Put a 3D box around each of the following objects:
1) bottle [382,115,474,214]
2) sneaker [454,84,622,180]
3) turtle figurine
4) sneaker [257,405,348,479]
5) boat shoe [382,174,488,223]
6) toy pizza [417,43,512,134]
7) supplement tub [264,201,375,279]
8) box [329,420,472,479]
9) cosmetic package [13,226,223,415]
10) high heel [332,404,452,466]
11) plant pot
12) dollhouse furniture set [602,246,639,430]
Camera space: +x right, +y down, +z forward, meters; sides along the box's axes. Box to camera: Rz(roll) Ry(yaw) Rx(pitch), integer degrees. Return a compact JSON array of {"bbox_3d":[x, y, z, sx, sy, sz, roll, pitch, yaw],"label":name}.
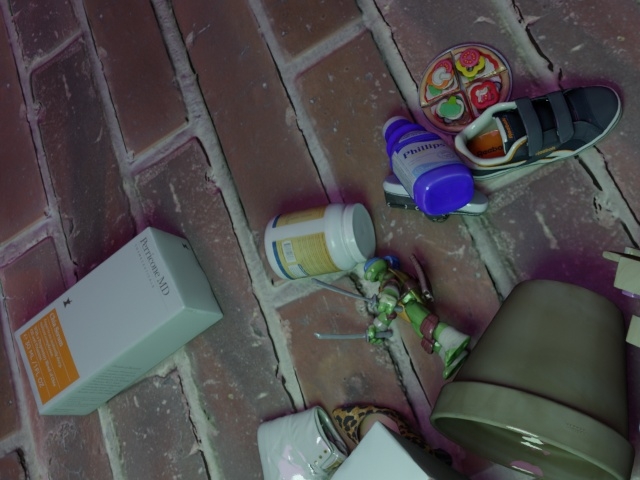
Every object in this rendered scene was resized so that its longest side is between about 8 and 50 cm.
[{"bbox_3d":[0.198,-0.158,1.479,0.118,0.092,0.283,-16,37,-6],"label":"bottle"},{"bbox_3d":[0.407,-0.210,1.423,0.321,0.127,0.126,-24,67,18],"label":"sneaker"},{"bbox_3d":[0.136,0.167,1.433,0.266,0.275,0.198,39,131,25],"label":"turtle figurine"},{"bbox_3d":[-0.017,0.477,1.482,0.169,0.108,0.292,-26,66,23],"label":"sneaker"},{"bbox_3d":[0.227,-0.074,1.512,0.228,0.080,0.076,14,121,29],"label":"boat shoe"},{"bbox_3d":[0.294,-0.317,1.557,0.201,0.032,0.201,-6,75,25],"label":"toy pizza"},{"bbox_3d":[0.000,0.000,1.566,0.200,0.144,0.144,-11,73,25],"label":"supplement tub"},{"bbox_3d":[0.174,0.483,1.217,0.215,0.345,0.168,-53,30,-1],"label":"box"},{"bbox_3d":[-0.476,0.197,1.752,0.453,0.161,0.230,-36,65,14],"label":"cosmetic package"},{"bbox_3d":[0.106,0.363,1.400,0.261,0.186,0.093,18,86,29],"label":"high heel"},{"bbox_3d":[0.376,0.227,1.252,0.323,0.323,0.280,12,68,29],"label":"plant pot"},{"bbox_3d":[0.535,0.178,1.198,0.198,0.286,0.303,-149,68,-69],"label":"dollhouse furniture set"}]
